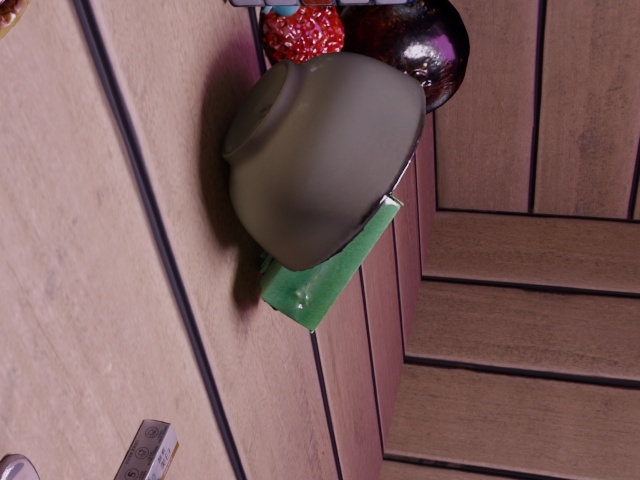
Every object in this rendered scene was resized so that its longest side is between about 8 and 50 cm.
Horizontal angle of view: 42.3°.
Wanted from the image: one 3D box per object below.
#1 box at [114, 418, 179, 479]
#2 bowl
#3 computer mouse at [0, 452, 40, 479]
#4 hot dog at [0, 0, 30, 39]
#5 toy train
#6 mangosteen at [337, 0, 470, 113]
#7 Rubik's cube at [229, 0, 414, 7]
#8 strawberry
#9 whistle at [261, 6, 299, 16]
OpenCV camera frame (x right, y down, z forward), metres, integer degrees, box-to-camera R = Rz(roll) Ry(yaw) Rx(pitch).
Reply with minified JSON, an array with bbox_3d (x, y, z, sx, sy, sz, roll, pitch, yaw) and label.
[{"bbox_3d":[-0.232,0.320,1.004,0.218,0.040,0.055,-69,159,-47],"label":"box"},{"bbox_3d":[-0.026,-0.147,1.240,0.185,0.354,0.353,33,51,-22],"label":"bowl"},{"bbox_3d":[-0.290,0.244,0.768,0.066,0.039,0.096,-57,141,-62],"label":"computer mouse"},{"bbox_3d":[-0.259,-0.248,0.678,0.084,0.073,0.242,81,20,-56],"label":"hot dog"},{"bbox_3d":[0.000,0.000,1.397,0.300,0.120,0.202,-55,-164,4],"label":"toy train"},{"bbox_3d":[0.169,-0.427,1.823,0.330,0.330,0.329,4,90,-75],"label":"mangosteen"},{"bbox_3d":[-0.010,-0.515,1.119,0.287,0.293,0.291,60,35,-64],"label":"Rubik's cube"},{"bbox_3d":[-0.020,-0.371,1.473,0.236,0.111,0.190,-26,122,-72],"label":"strawberry"},{"bbox_3d":[-0.044,-0.473,1.342,0.186,0.093,0.273,-23,-137,59],"label":"whistle"}]
